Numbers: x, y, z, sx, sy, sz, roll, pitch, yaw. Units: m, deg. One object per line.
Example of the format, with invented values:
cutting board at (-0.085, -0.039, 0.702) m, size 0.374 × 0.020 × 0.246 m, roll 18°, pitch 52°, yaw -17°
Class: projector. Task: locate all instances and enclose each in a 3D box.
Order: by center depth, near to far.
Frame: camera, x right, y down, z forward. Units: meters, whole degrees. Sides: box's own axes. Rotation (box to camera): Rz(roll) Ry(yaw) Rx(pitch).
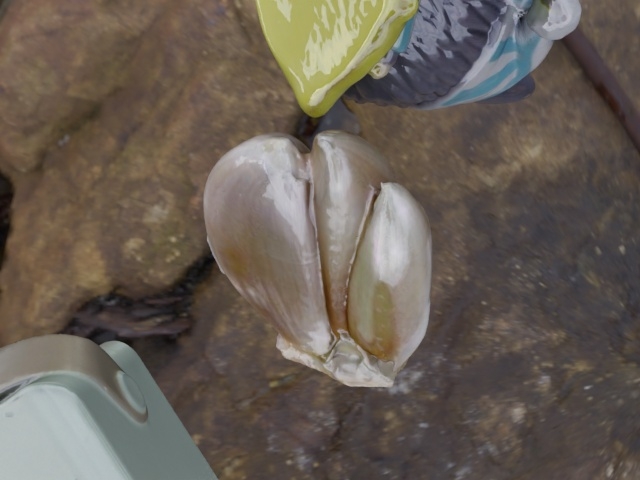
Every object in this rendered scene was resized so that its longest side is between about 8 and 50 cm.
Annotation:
projector at (-0.154, 0.179, 0.730) m, size 0.163 × 0.177 × 0.242 m, roll -35°, pitch 91°, yaw 5°

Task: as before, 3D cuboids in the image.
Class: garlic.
garlic at (0.000, 0.001, 1.217) m, size 0.279 × 0.132 × 0.325 m, roll 14°, pitch 129°, yaw 28°

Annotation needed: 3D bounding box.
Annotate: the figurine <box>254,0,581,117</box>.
figurine at (0.156, -0.286, 1.186) m, size 0.361 × 0.377 × 0.266 m, roll -22°, pitch 77°, yaw 48°
